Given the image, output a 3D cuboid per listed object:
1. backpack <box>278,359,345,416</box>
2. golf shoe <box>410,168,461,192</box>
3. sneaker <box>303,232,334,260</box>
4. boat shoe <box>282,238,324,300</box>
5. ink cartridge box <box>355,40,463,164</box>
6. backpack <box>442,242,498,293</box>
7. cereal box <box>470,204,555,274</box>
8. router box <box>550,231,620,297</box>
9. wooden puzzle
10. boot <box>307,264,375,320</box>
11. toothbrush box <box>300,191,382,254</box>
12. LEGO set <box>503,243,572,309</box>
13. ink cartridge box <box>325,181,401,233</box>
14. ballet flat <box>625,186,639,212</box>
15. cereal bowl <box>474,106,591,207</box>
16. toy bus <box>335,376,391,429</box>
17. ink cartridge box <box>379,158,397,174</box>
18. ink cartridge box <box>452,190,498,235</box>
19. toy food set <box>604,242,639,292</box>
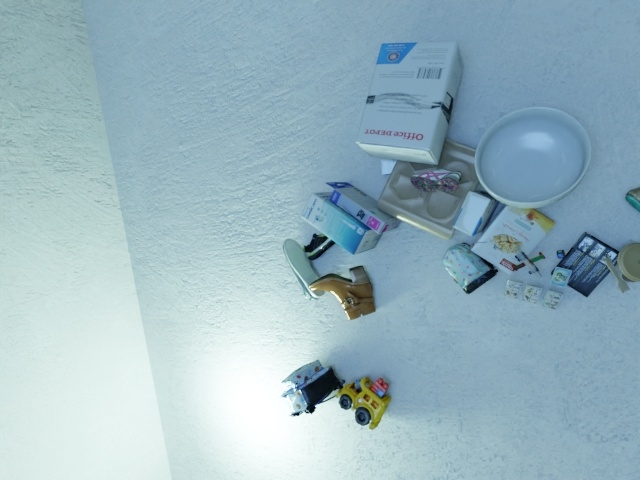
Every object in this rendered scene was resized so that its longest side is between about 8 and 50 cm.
[{"bbox_3d":[-0.071,0.709,1.975,0.263,0.276,0.213,-46,68,35],"label":"backpack"},{"bbox_3d":[0.424,-0.224,1.535,0.186,0.086,0.068,11,143,36],"label":"golf shoe"},{"bbox_3d":[0.000,0.000,1.916,0.234,0.084,0.097,-41,75,29],"label":"sneaker"},{"bbox_3d":[-0.099,0.143,1.982,0.099,0.116,0.320,-41,77,46],"label":"boat shoe"},{"bbox_3d":[0.328,-0.500,1.531,0.285,0.166,0.396,14,86,29],"label":"ink cartridge box"},{"bbox_3d":[0.551,0.095,1.576,0.152,0.115,0.182,-46,71,31],"label":"backpack"},{"bbox_3d":[0.681,-0.016,1.491,0.172,0.047,0.240,32,113,3],"label":"cereal box"},{"bbox_3d":[0.893,0.082,1.404,0.133,0.046,0.179,38,115,21],"label":"router box"},{"bbox_3d":[0.428,-0.217,1.605,0.322,0.080,0.348,28,101,24],"label":"wooden puzzle"},{"bbox_3d":[0.098,0.250,1.866,0.283,0.109,0.220,-17,95,8],"label":"boot"},{"bbox_3d":[0.100,-0.082,1.765,0.295,0.216,0.126,37,114,21],"label":"toothbrush box"},{"bbox_3d":[0.763,0.117,1.458,0.182,0.060,0.245,15,130,23],"label":"LEGO set"},{"bbox_3d":[0.171,-0.143,1.730,0.311,0.185,0.065,39,117,21],"label":"ink cartridge box"},{"bbox_3d":[1.039,-0.083,1.280,0.067,0.073,0.206,-37,81,7],"label":"ballet flat"},{"bbox_3d":[0.695,-0.260,1.390,0.338,0.141,0.340,-6,75,22],"label":"cereal bowl"},{"bbox_3d":[0.207,0.691,1.870,0.220,0.149,0.212,34,100,26],"label":"toy bus"},{"bbox_3d":[0.303,-0.307,1.715,0.115,0.029,0.063,-4,95,25],"label":"ink cartridge box"},{"bbox_3d":[0.562,-0.101,1.494,0.082,0.190,0.140,30,111,25],"label":"ink cartridge box"},{"bbox_3d":[1.000,0.073,1.315,0.191,0.038,0.133,-25,80,2],"label":"toy food set"}]
